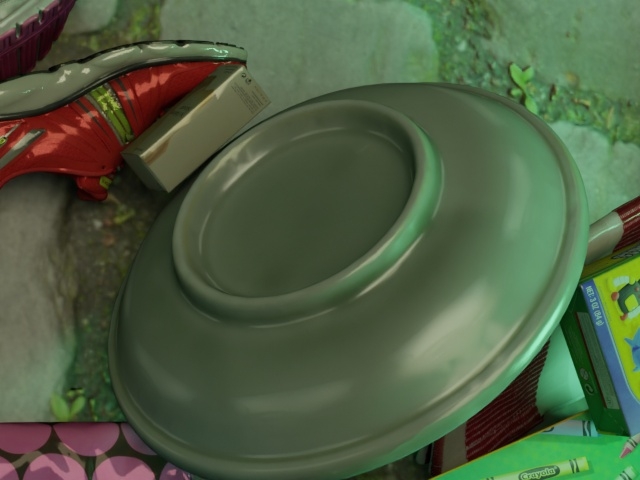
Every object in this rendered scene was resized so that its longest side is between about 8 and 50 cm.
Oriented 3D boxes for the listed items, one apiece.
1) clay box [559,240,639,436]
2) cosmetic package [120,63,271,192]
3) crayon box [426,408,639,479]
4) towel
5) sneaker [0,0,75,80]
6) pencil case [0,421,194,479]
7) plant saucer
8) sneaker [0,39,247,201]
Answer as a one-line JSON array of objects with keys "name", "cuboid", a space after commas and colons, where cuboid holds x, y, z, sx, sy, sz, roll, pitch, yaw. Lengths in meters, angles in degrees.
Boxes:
[{"name": "clay box", "cuboid": [0.295, 0.052, 1.525, 0.222, 0.053, 0.127, -24, 99, -24]}, {"name": "cosmetic package", "cuboid": [-0.101, -0.091, 1.574, 0.115, 0.060, 0.041, -43, 108, -14]}, {"name": "crayon box", "cuboid": [0.164, 0.206, 1.567, 0.278, 0.165, 0.081, -20, 78, -23]}, {"name": "towel", "cuboid": [0.227, 0.058, 1.606, 0.329, 0.237, 0.037, -27, 57, -23]}, {"name": "sneaker", "cuboid": [-0.251, -0.229, 1.636, 0.111, 0.103, 0.252, 36, 59, 2]}, {"name": "pencil case", "cuboid": [-0.201, 0.188, 1.505, 0.209, 0.095, 0.098, 2, 87, -14]}, {"name": "plant saucer", "cuboid": [0.000, 0.000, 1.487, 0.400, 0.400, 0.100, -55, 135, -25]}, {"name": "sneaker", "cuboid": [-0.185, -0.094, 1.619, 0.279, 0.107, 0.118, -19, 96, -19]}]
